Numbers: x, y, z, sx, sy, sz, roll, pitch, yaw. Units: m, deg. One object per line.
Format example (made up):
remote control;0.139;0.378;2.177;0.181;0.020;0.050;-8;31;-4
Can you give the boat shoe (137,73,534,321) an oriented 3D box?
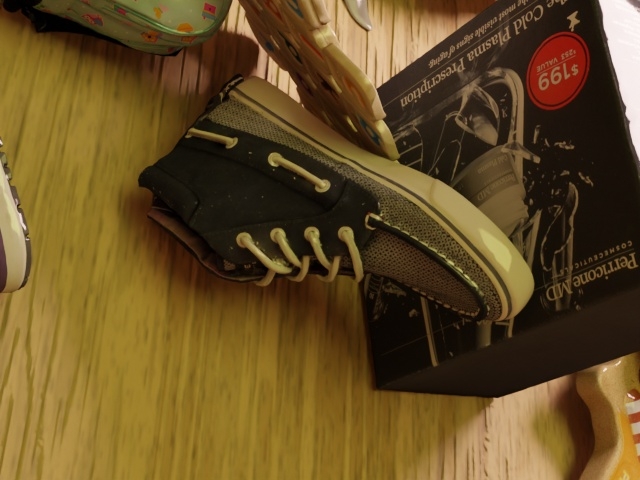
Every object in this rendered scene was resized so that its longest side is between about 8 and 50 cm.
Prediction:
boat shoe;0.000;0.000;0.873;0.340;0.127;0.158;33;64;26

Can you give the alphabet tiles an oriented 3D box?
alphabet tiles;-0.009;-0.168;0.941;0.021;0.284;0.278;-35;55;-6

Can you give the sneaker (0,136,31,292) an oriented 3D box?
sneaker;-0.315;-0.087;0.760;0.124;0.107;0.283;-14;78;-35

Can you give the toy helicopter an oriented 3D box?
toy helicopter;0.343;0.244;1.127;0.355;0.140;0.235;-48;110;-31

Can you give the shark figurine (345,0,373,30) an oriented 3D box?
shark figurine;0.101;-0.354;1.212;0.278;0.116;0.166;-22;85;-41

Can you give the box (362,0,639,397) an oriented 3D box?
box;0.204;-0.043;0.982;0.179;0.343;0.312;9;63;-36

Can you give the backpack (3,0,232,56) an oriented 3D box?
backpack;-0.169;-0.236;0.912;0.182;0.115;0.152;24;84;-27
